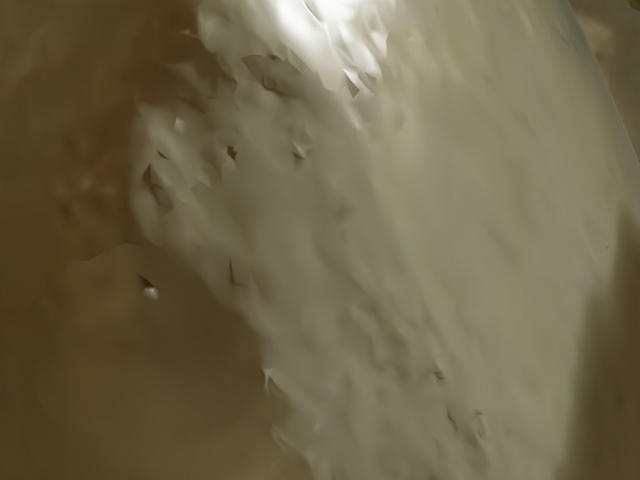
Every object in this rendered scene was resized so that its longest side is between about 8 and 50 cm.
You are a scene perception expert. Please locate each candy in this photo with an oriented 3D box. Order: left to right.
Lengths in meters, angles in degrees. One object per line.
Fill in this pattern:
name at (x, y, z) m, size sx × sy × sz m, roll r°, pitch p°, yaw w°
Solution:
candy at (0.000, 0.000, 0.558) m, size 0.186 × 0.427 × 0.386 m, roll -23°, pitch 41°, yaw 7°

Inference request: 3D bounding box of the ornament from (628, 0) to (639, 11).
ornament at (0.175, -0.159, 0.816) m, size 0.245 × 0.061 × 0.230 m, roll -27°, pitch 27°, yaw -24°
